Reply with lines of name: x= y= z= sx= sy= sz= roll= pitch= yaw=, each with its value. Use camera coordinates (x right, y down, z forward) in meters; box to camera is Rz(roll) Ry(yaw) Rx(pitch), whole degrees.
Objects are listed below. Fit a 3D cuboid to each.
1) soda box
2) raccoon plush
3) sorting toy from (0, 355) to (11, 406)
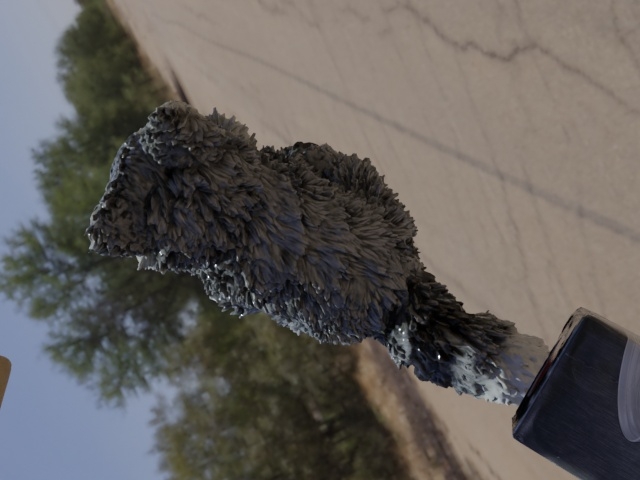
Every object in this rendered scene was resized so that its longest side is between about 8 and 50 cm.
soda box: x=0.160 y=0.092 z=0.401 sx=0.169 sy=0.060 sz=0.053 roll=30 pitch=-174 yaw=9
raccoon plush: x=0.000 y=0.000 z=1.011 sx=0.446 sy=0.216 sz=0.299 roll=17 pitch=179 yaw=26
sorting toy: x=-0.234 y=0.112 z=0.494 sx=0.046 sy=0.132 sz=0.275 roll=-19 pitch=55 yaw=52
